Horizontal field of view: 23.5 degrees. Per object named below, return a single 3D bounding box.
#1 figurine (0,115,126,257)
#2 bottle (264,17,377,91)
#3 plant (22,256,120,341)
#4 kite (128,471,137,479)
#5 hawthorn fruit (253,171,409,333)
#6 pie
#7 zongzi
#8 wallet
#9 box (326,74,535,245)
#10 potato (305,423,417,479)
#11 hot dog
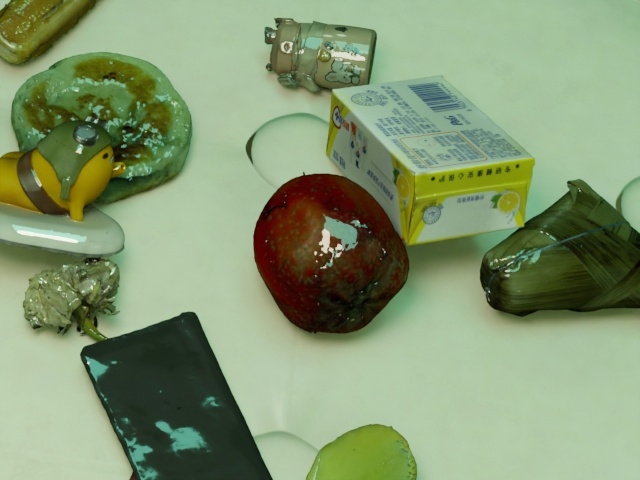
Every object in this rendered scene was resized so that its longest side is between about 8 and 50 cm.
[{"bbox_3d":[-0.333,-0.083,1.777,0.249,0.141,0.166,14,19,6],"label":"figurine"},{"bbox_3d":[-0.005,-0.247,2.066,0.152,0.099,0.099,9,50,2],"label":"bottle"},{"bbox_3d":[-0.273,0.080,1.759,0.116,0.104,0.122,-26,92,10],"label":"plant"},{"bbox_3d":[-0.162,0.259,1.667,0.222,0.008,0.125,-14,56,-23],"label":"kite"},{"bbox_3d":[0.000,0.000,1.825,0.181,0.181,0.235,-6,40,-18],"label":"hawthorn fruit"},{"bbox_3d":[-0.274,-0.147,1.941,0.240,0.054,0.241,5,52,-7],"label":"pie"},{"bbox_3d":[0.332,0.060,1.879,0.221,0.112,0.242,-33,66,-34],"label":"zongzi"},{"bbox_3d":[-0.148,0.212,1.680,0.146,0.030,0.285,-14,59,-26],"label":"wallet"},{"bbox_3d":[0.130,-0.105,1.916,0.168,0.097,0.265,-10,31,-21],"label":"box"},{"bbox_3d":[0.026,0.284,1.660,0.119,0.054,0.198,37,58,-12],"label":"potato"},{"bbox_3d":[-0.347,-0.327,2.063,0.083,0.068,0.289,44,47,-7],"label":"hot dog"}]
